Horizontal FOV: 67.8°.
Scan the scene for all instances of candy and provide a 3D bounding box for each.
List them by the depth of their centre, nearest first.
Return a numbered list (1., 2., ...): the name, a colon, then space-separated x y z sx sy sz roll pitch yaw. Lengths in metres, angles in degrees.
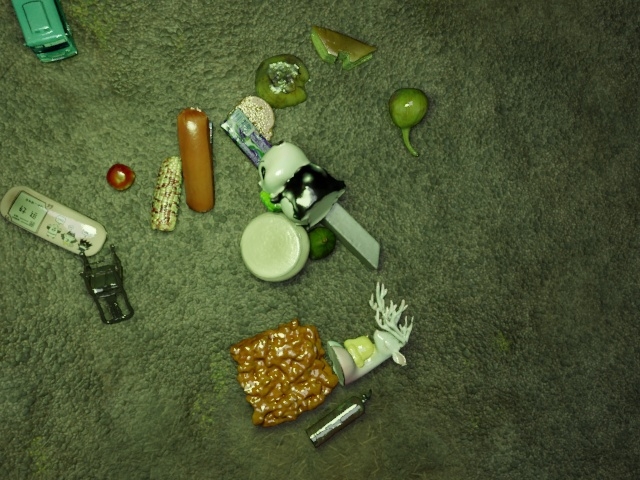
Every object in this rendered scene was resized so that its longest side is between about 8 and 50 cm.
1. candy: -0.202 -0.294 1.585 0.088 0.061 0.312 -45 110 -8

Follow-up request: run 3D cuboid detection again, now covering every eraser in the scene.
1. eraser: 0.081 -0.047 1.646 0.352 0.111 0.077 44 80 -8

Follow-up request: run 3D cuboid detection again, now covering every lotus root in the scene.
1. lotus root: -0.124 -0.552 1.625 0.203 0.078 0.183 -24 95 -12

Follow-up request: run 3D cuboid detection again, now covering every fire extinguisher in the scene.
1. fire extinguisher: 0.074 0.610 1.655 0.267 0.089 0.072 -33 52 -10

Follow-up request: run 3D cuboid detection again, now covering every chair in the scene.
1. chair: -0.673 0.143 1.510 0.106 0.113 0.229 -14 130 -14

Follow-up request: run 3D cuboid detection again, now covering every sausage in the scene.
1. sausage: -0.385 -0.238 1.492 0.097 0.094 0.349 -5 124 -13

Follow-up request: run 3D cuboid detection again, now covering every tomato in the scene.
1. tomato: -0.637 -0.202 1.517 0.087 0.075 0.087 -1 94 -12

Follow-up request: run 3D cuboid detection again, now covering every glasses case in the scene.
1. glasses case: -0.822 -0.057 1.475 0.314 0.075 0.122 29 86 -12

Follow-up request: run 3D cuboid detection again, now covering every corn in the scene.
1. corn: -0.494 -0.155 1.541 0.086 0.086 0.254 8 87 -12

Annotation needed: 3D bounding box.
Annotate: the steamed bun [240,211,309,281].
1. steamed bun: -0.144 0.022 1.577 0.231 0.145 0.232 -1 85 13

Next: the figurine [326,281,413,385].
1. figurine: 0.180 0.328 1.628 0.315 0.206 0.285 -22 105 -16

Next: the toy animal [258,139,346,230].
1. toy animal: -0.085 -0.171 1.481 0.266 0.212 0.213 38 82 14

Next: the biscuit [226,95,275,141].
1. biscuit: -0.230 -0.396 1.614 0.170 0.050 0.170 -3 103 -13

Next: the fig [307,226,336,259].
1. fig: 0.000 0.000 1.599 0.117 0.177 0.117 1 76 -3

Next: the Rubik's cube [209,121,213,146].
1. Rubik's cube: -0.398 -0.335 1.557 0.092 0.092 0.092 3 89 -12

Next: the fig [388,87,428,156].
1. fig: 0.317 -0.421 1.710 0.149 0.149 0.245 -8 111 -12

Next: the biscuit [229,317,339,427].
1. biscuit: -0.118 0.441 1.605 0.318 0.110 0.312 -21 93 -11

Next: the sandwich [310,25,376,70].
1. sandwich: 0.071 -0.656 1.658 0.244 0.090 0.089 13 83 -14

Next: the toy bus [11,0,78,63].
1. toy bus: -0.847 -0.689 1.439 0.128 0.147 0.256 -19 93 -9
